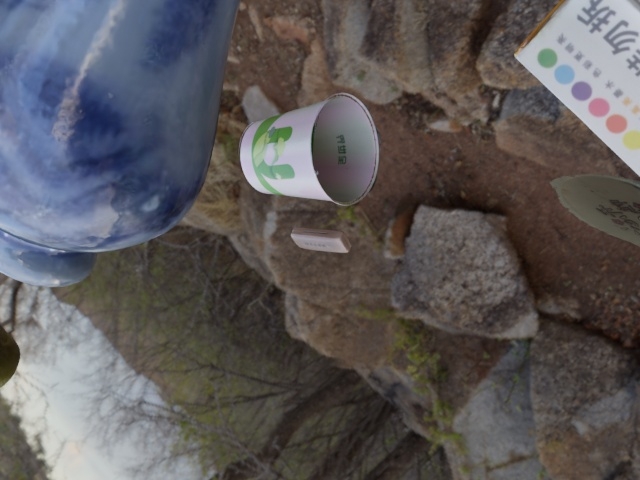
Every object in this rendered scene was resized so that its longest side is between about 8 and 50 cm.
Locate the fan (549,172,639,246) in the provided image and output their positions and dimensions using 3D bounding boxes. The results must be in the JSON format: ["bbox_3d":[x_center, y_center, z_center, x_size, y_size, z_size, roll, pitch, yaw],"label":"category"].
[{"bbox_3d":[0.492,-0.034,0.889,0.233,0.414,0.012,-122,37,-51],"label":"fan"}]

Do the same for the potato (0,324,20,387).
[{"bbox_3d":[-0.641,0.187,1.151,0.248,0.169,0.143,24,155,-39],"label":"potato"}]

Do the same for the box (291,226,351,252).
[{"bbox_3d":[0.000,0.000,1.268,0.115,0.025,0.048,7,143,32],"label":"box"}]

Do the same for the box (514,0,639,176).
[{"bbox_3d":[0.293,-0.137,0.539,0.221,0.274,0.091,46,132,6],"label":"box"}]

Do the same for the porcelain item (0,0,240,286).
[{"bbox_3d":[-0.103,-0.095,0.336,0.141,0.141,0.259,41,113,27],"label":"porcelain item"}]

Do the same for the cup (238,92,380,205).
[{"bbox_3d":[-0.032,-0.210,1.608,0.274,0.253,0.253,3,123,42],"label":"cup"}]
